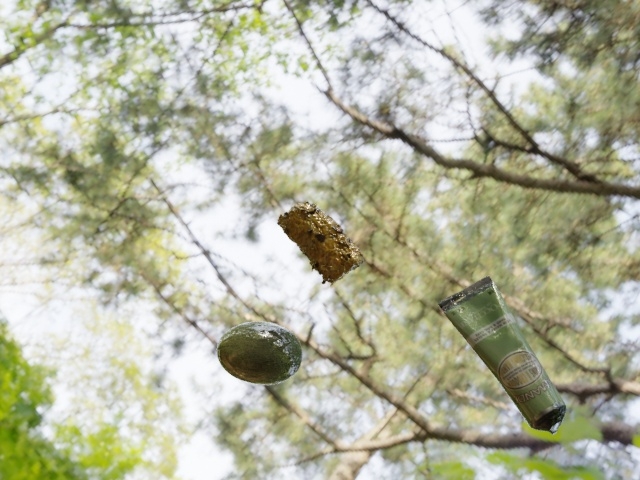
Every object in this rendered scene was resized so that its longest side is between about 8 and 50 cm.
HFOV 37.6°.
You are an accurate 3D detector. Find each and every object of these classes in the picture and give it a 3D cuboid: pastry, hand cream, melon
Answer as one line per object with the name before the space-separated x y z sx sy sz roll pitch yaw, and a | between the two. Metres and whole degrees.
pastry | 0.000 0.000 1.395 0.080 0.056 0.140 -42 -109 16
hand cream | 0.257 0.160 1.287 0.235 0.086 0.055 60 -8 25
melon | -0.091 0.170 1.420 0.130 0.098 0.098 10 -51 -7
